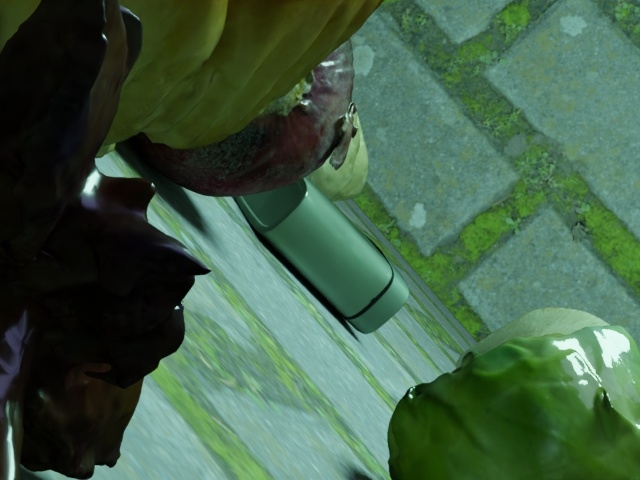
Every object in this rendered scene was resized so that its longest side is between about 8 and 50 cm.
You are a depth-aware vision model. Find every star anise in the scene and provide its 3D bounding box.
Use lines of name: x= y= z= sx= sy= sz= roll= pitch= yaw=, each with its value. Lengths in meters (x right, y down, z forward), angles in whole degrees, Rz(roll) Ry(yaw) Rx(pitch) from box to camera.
star anise: x=-0.085 y=0.027 z=0.380 sx=0.140 sy=0.144 sz=0.158 roll=-12 pitch=-55 yaw=41

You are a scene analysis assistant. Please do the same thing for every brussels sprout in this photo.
brussels sprout: x=0.114 y=0.123 z=0.899 sx=0.151 sy=0.149 sz=0.122 roll=12 pitch=50 yaw=-56

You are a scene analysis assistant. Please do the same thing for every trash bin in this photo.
trash bin: x=0.000 y=0.000 z=1.388 sx=0.130 sy=0.059 sz=0.116 roll=45 pitch=3 yaw=-28

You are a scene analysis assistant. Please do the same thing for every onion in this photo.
onion: x=-0.072 y=-0.105 z=1.124 sx=0.159 sy=0.159 sz=0.195 roll=46 pitch=-19 yaw=-28

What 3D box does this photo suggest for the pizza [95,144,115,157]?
pizza: x=-0.158 y=-0.117 z=0.907 sx=0.175 sy=0.046 sz=0.134 roll=50 pitch=4 yaw=22

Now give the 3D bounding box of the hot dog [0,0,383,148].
hot dog: x=-0.137 y=-0.210 z=0.788 sx=0.367 sy=0.196 sz=0.365 roll=2 pitch=49 yaw=-52

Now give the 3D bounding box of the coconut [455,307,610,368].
coconut: x=0.178 y=0.134 z=1.322 sx=0.162 sy=0.161 sz=0.161 roll=40 pitch=9 yaw=-49

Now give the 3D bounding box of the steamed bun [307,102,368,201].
steamed bun: x=-0.022 y=-0.101 z=1.582 sx=0.155 sy=0.141 sz=0.172 roll=53 pitch=1 yaw=9
